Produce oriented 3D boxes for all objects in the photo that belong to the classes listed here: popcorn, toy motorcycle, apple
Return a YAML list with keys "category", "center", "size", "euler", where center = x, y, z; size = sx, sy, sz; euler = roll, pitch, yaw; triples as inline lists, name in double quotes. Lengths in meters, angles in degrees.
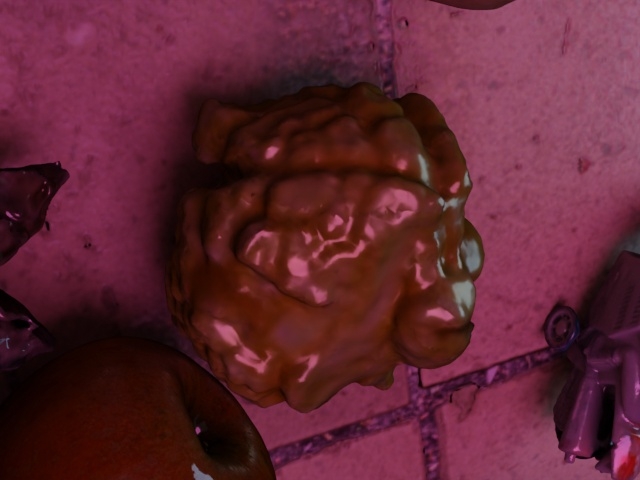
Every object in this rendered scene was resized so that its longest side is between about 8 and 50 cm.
- category: "popcorn"
  center: [0.000, 0.000, 1.227]
  size: [0.255, 0.195, 0.256]
  euler: [35, 97, -25]
- category: "toy motorcycle"
  center: [0.284, 0.085, 1.411]
  size: [0.110, 0.171, 0.260]
  euler: [19, 104, -30]
- category: "apple"
  center: [-0.147, 0.189, 1.225]
  size: [0.207, 0.237, 0.237]
  euler: [-38, 126, 13]

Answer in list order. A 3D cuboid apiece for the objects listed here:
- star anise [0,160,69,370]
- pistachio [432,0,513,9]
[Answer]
- category: "star anise"
  center: [-0.320, 0.023, 1.112]
  size: [0.332, 0.117, 0.331]
  euler: [-4, 107, -14]
- category: "pistachio"
  center: [0.074, -0.235, 1.164]
  size: [0.206, 0.131, 0.129]
  euler: [24, 77, -31]
